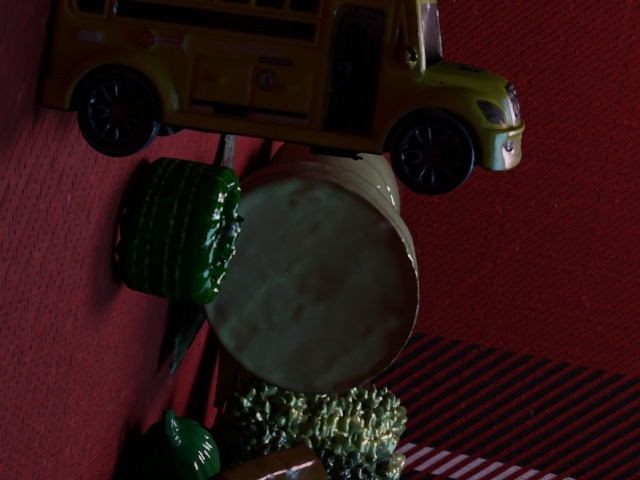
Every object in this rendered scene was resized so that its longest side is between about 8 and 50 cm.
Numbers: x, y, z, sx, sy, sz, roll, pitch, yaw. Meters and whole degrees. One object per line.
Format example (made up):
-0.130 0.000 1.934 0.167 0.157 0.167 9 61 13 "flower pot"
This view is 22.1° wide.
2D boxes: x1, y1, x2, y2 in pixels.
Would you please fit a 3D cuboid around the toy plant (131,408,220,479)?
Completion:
-0.141 0.256 1.614 0.143 0.105 0.200 -91 175 -48 "toy plant"

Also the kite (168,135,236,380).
-0.121 0.006 1.735 0.268 0.013 0.323 81 19 -70 "kite"

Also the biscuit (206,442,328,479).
-0.111 0.350 1.596 0.359 0.046 0.359 -37 149 -27 "biscuit"

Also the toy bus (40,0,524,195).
-0.018 -0.125 1.154 0.145 0.331 0.151 -41 138 -77 "toy bus"

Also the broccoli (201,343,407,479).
-0.024 0.232 1.878 0.375 0.249 0.302 50 55 -72 "broccoli"

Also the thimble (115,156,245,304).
-0.121 -0.011 1.441 0.130 0.090 0.118 -63 161 -63 "thimble"

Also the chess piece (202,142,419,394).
0.000 0.000 1.830 0.442 0.234 0.234 -74 174 -77 "chess piece"
